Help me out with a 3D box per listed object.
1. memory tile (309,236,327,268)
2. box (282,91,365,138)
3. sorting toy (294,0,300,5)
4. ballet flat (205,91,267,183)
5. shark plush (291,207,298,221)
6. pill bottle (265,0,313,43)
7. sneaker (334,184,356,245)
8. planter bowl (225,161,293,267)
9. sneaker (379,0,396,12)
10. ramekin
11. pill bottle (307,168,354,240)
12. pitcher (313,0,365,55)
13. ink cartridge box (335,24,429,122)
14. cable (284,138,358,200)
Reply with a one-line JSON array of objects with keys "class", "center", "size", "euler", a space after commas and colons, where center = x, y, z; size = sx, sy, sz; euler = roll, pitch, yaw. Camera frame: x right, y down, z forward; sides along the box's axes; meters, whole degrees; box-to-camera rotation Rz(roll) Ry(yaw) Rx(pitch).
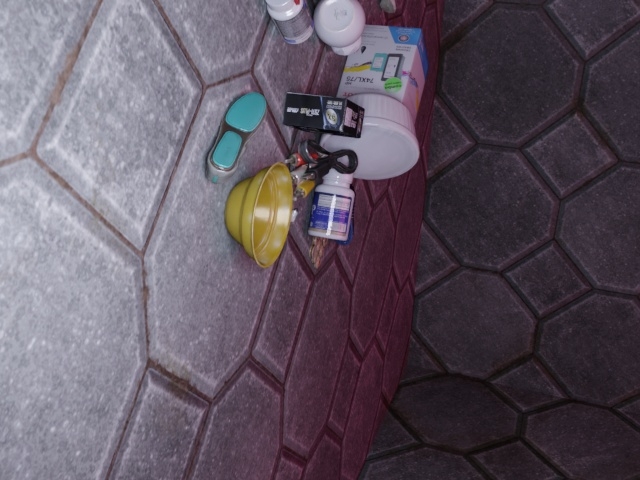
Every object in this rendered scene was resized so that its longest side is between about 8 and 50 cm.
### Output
[{"class": "memory tile", "center": [0.000, 0.000, 2.121], "size": [0.113, 0.012, 0.148], "euler": [68, 36, -60]}, {"class": "box", "center": [0.011, -0.296, 1.752], "size": [0.180, 0.147, 0.078], "euler": [-9, 108, -74]}, {"class": "sorting toy", "center": [-0.047, -0.583, 1.444], "size": [0.132, 0.046, 0.274], "euler": [58, 25, -43]}, {"class": "ballet flat", "center": [-0.165, -0.195, 1.397], "size": [0.068, 0.072, 0.213], "euler": [-56, -170, 55]}, {"class": "shark plush", "center": [-0.095, -0.025, 1.727], "size": [0.067, 0.073, 0.161], "euler": [-145, -123, -75]}, {"class": "pill bottle", "center": [-0.066, -0.473, 1.516], "size": [0.137, 0.078, 0.078], "euler": [50, 51, -69]}, {"class": "sneaker", "center": [0.072, -0.096, 2.185], "size": [0.090, 0.081, 0.232], "euler": [-53, 148, -43]}, {"class": "planter bowl", "center": [-0.135, -0.058, 1.499], "size": [0.217, 0.090, 0.217], "euler": [10, 90, -74]}, {"class": "sneaker", "center": [0.217, -0.788, 2.313], "size": [0.085, 0.058, 0.152], "euler": [-68, 155, -11]}, {"class": "ramekin", "center": [0.133, -0.286, 1.991], "size": [0.273, 0.272, 0.127], "euler": [67, 24, -61]}, {"class": "pill bottle", "center": [0.034, -0.098, 2.004], "size": [0.112, 0.112, 0.187], "euler": [9, 91, -74]}, {"class": "pitcher", "center": [0.044, -0.557, 1.800], "size": [0.207, 0.125, 0.178], "euler": [-35, 113, -81]}, {"class": "ink cartridge box", "center": [0.183, -0.454, 2.141], "size": [0.197, 0.198, 0.270], "euler": [57, 45, -64]}, {"class": "cable", "center": [-0.001, -0.202, 1.854], "size": [0.287, 0.072, 0.139], "euler": [-34, 119, -55]}]
